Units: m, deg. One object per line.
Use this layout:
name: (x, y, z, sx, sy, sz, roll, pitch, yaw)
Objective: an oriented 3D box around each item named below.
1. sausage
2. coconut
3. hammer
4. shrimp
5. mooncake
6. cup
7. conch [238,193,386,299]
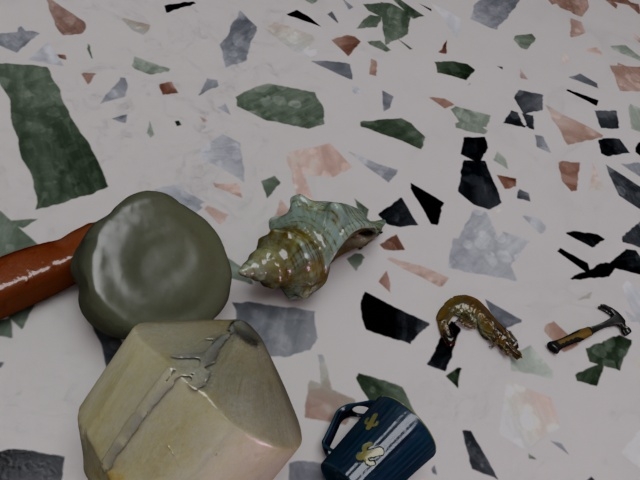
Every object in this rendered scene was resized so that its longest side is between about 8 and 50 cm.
sausage: (-0.489, 0.056, 1.299, 0.348, 0.097, 0.094, -25, 77, -30)
coconut: (-0.180, 0.256, 1.098, 0.323, 0.323, 0.323, 7, 54, -10)
hammer: (0.539, 0.183, 1.523, 0.201, 0.021, 0.078, -15, 61, -25)
shrimp: (0.302, 0.182, 1.456, 0.124, 0.034, 0.178, -29, 65, -26)
mooncake: (-0.289, 0.058, 1.283, 0.275, 0.135, 0.275, 9, 72, -30)
cup: (0.076, 0.346, 1.238, 0.176, 0.131, 0.155, 24, 51, 40)
conch: (-0.009, -0.011, 1.416, 0.169, 0.203, 0.386, 54, 49, -4)
